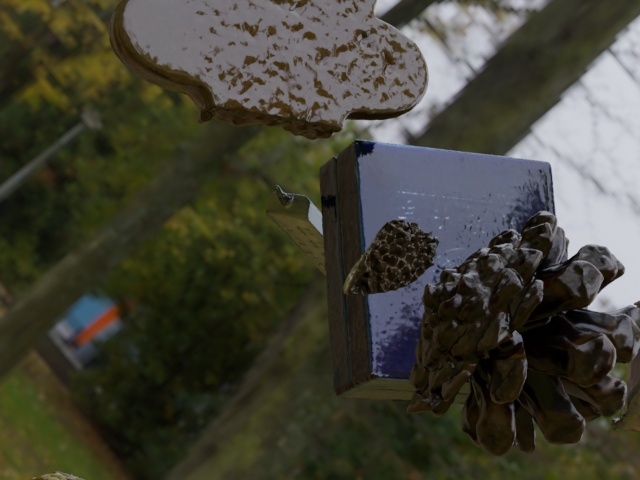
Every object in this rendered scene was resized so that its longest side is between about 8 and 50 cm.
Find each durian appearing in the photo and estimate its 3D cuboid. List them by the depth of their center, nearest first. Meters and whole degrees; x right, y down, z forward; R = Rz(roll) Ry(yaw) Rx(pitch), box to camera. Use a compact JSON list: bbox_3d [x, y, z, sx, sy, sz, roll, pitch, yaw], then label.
[{"bbox_3d":[0.062,0.016,1.415,0.052,0.066,0.130,44,36,2],"label":"durian"}]

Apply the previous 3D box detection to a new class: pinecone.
[{"bbox_3d":[0.186,0.089,1.508,0.202,0.229,0.201,5,-32,44],"label":"pinecone"}]

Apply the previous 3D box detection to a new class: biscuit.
[{"bbox_3d":[-0.062,-0.305,1.846,0.076,0.368,0.394,-25,-115,61],"label":"biscuit"}]

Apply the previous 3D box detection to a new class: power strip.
[{"bbox_3d":[0.000,0.000,2.070,0.060,0.027,0.252,9,-22,32],"label":"power strip"}]

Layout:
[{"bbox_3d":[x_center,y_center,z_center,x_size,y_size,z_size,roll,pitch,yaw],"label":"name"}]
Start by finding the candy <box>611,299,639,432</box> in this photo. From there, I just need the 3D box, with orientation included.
[{"bbox_3d":[0.412,0.130,1.932,0.116,0.155,0.265,11,-18,5],"label":"candy"}]

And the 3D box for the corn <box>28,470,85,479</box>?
[{"bbox_3d":[-0.229,0.301,1.361,0.080,0.231,0.080,10,-12,2],"label":"corn"}]

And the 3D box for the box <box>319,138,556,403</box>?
[{"bbox_3d":[0.143,0.040,1.942,0.116,0.261,0.279,142,-52,-60],"label":"box"}]
